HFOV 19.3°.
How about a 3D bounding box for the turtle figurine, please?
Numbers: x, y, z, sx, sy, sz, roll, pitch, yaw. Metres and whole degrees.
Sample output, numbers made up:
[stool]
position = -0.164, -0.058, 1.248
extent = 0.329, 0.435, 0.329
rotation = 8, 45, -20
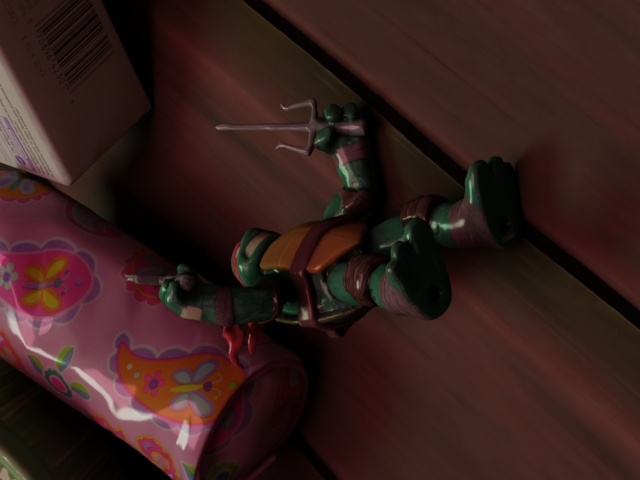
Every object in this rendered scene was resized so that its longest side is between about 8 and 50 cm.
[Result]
[turtle figurine]
position = 0.000, 0.000, 1.135
extent = 0.234, 0.175, 0.118
rotation = -1, 140, 45

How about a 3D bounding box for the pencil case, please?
[pencil case]
position = -0.145, 0.060, 1.273
extent = 0.284, 0.124, 0.124
rotation = 31, 122, 25

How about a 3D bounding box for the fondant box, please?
[fondant box]
position = -0.299, -0.187, 1.333
extent = 0.330, 0.096, 0.238
rotation = 18, 144, 39

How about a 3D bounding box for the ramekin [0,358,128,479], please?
[ramekin]
position = -0.274, 0.220, 1.318
extent = 0.303, 0.148, 0.303
rotation = 4, 105, 15
